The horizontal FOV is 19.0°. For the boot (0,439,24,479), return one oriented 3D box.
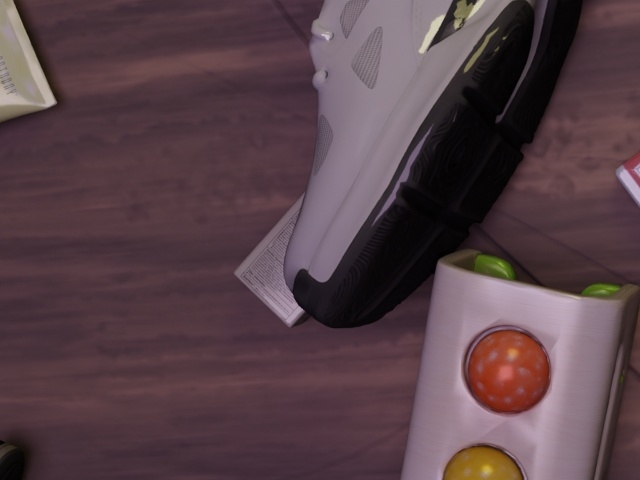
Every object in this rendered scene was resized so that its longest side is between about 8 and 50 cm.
[{"bbox_3d":[-0.344,0.213,1.438,0.179,0.085,0.236,34,102,13],"label":"boot"}]

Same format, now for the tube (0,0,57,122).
[{"bbox_3d":[-0.318,-0.096,1.427,0.240,0.062,0.070,-23,128,11],"label":"tube"}]

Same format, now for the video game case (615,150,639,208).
[{"bbox_3d":[0.367,-0.050,1.254,0.285,0.025,0.204,-38,83,14],"label":"video game case"}]

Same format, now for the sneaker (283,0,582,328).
[{"bbox_3d":[0.036,-0.179,1.284,0.257,0.169,0.447,27,90,22],"label":"sneaker"}]

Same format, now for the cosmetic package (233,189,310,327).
[{"bbox_3d":[0.000,0.000,1.350,0.060,0.041,0.115,45,103,8],"label":"cosmetic package"}]

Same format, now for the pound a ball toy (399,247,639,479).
[{"bbox_3d":[0.160,0.139,1.252,0.208,0.136,0.319,13,101,18],"label":"pound a ball toy"}]
